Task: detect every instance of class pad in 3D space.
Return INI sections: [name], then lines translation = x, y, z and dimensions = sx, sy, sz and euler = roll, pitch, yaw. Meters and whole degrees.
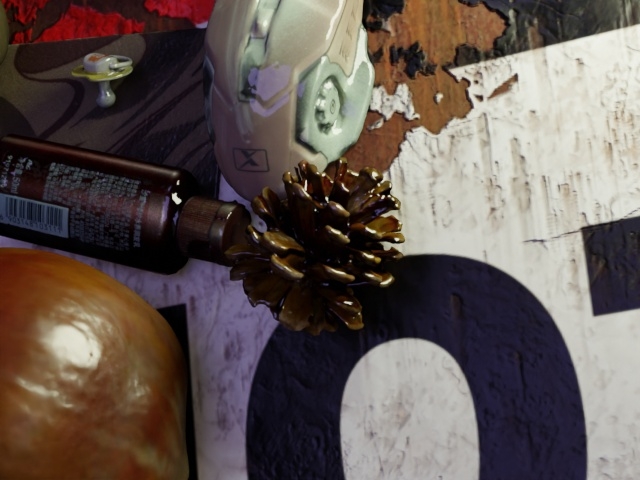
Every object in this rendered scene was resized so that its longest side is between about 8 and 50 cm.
[pad]
translation = -0.260, -0.144, 1.902
dimensions = 0.330, 0.004, 0.220
euler = -2, 78, 24

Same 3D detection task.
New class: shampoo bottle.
[shampoo bottle]
translation = -0.236, -0.037, 1.820
dimensions = 0.323, 0.084, 0.129
euler = 11, 96, 24

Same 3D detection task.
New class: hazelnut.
[hazelnut]
translation = -0.325, 0.187, 1.688
dimensions = 0.366, 0.366, 0.366
euler = -6, 76, 23

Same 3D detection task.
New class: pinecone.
[pinecone]
translation = 0.000, 0.002, 1.671
dimensions = 0.195, 0.150, 0.179
euler = -46, 65, 0

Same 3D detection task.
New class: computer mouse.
[computer mouse]
translation = -0.042, -0.233, 1.763
dimensions = 0.199, 0.115, 0.389
euler = 4, 80, 21

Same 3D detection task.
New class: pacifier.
[pacifier]
translation = -0.256, -0.191, 1.886
dimensions = 0.083, 0.068, 0.064
euler = 17, 120, 44

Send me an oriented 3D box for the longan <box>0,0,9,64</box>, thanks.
[longan]
translation = -0.503, -0.263, 1.913
dimensions = 0.248, 0.248, 0.248
euler = -6, 76, 23
